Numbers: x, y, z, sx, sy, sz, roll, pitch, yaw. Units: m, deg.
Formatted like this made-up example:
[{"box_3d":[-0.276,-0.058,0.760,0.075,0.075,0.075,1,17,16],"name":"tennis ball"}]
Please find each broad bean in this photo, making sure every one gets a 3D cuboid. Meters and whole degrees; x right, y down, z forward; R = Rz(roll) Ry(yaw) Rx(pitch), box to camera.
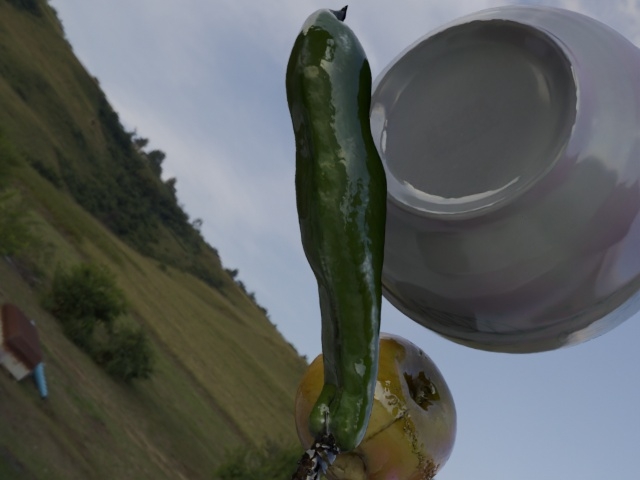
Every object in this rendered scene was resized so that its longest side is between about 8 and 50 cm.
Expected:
[{"box_3d":[0.007,0.002,0.397,0.056,0.317,0.098,-2,-11,35],"name":"broad bean"}]

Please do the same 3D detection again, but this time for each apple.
[{"box_3d":[0.045,0.153,0.557,0.146,0.146,0.146,40,-23,21],"name":"apple"}]

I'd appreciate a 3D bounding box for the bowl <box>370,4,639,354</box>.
[{"box_3d":[0.131,-0.065,0.493,0.287,0.287,0.144,32,0,37],"name":"bowl"}]
